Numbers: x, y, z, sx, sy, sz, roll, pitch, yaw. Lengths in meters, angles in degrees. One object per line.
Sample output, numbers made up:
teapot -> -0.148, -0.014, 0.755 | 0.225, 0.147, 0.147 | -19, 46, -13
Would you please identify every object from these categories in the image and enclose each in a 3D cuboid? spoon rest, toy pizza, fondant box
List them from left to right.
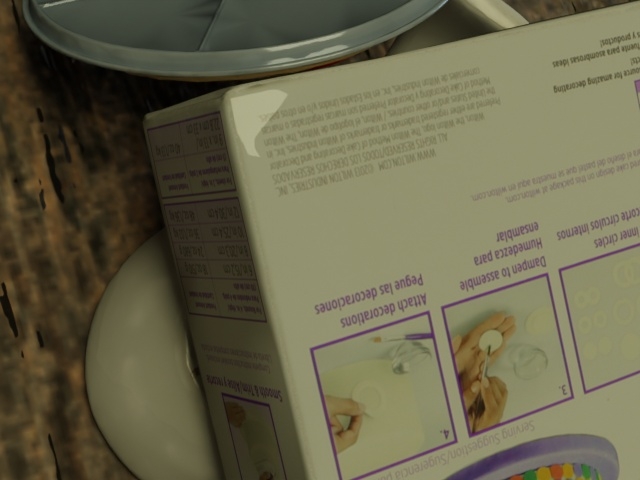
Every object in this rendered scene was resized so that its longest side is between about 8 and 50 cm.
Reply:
toy pizza -> -0.034, -0.114, 0.595 | 0.201, 0.032, 0.201 | -4, 34, 3
spoon rest -> 0.000, 0.000, 0.613 | 0.137, 0.084, 0.276 | 36, 75, -7
fondant box -> 0.082, 0.079, 0.548 | 0.238, 0.096, 0.330 | -15, 95, -27
